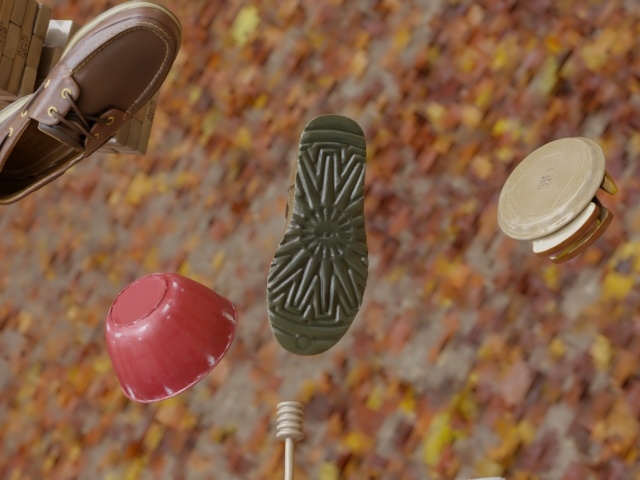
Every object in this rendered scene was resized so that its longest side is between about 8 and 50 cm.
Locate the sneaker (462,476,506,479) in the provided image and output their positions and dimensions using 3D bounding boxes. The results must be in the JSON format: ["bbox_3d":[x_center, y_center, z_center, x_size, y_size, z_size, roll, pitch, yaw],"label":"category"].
[{"bbox_3d":[0.100,0.246,1.668,0.051,0.134,0.070,86,170,-83],"label":"sneaker"}]

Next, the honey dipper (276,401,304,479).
[{"bbox_3d":[-0.032,0.251,2.061,0.030,0.030,0.161,-29,54,49],"label":"honey dipper"}]

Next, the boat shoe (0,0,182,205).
[{"bbox_3d":[-0.153,-0.082,1.242,0.178,0.064,0.060,-38,29,28],"label":"boat shoe"}]

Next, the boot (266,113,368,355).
[{"bbox_3d":[0.000,0.000,1.897,0.269,0.089,0.236,124,158,-84],"label":"boot"}]

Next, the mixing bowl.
[{"bbox_3d":[-0.207,0.107,2.475,0.181,0.098,0.181,-26,34,19],"label":"mixing bowl"}]

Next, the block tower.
[{"bbox_3d":[-0.273,-0.162,1.739,0.091,0.335,0.097,5,79,30],"label":"block tower"}]

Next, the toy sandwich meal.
[{"bbox_3d":[0.143,-0.025,1.163,0.085,0.029,0.085,-31,34,24],"label":"toy sandwich meal"}]
